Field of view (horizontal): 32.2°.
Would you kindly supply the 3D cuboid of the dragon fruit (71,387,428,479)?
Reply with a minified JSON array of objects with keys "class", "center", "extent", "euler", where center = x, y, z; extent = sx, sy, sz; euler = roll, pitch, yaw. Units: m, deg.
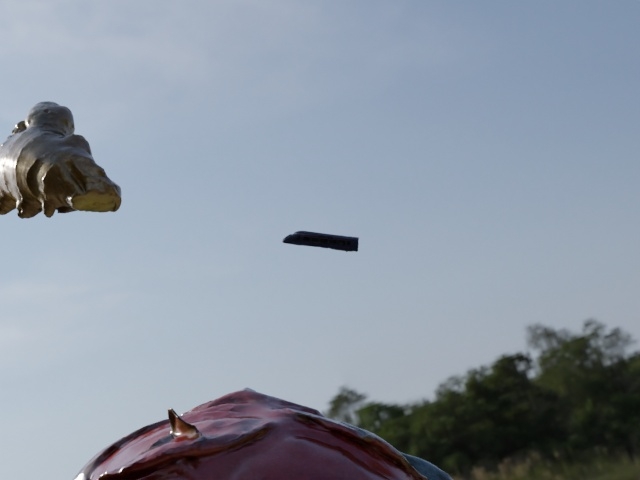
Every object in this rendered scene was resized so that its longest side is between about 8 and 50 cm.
[{"class":"dragon fruit","center":[-0.030,0.192,0.563],"extent":[0.241,0.252,0.241],"euler":[-15,-47,-16]}]

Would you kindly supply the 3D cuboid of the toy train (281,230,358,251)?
[{"class":"toy train","center":[0.000,0.000,1.200],"extent":[0.083,0.017,0.017],"euler":[7,4,-2]}]

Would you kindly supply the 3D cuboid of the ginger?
[{"class":"ginger","center":[-0.282,-0.071,1.127],"extent":[0.115,0.205,0.081],"euler":[-26,-53,-15]}]

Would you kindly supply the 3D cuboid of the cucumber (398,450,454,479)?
[{"class":"cucumber","center":[0.112,0.220,0.805],"extent":[0.056,0.250,0.056],"euler":[-51,-5,-6]}]
